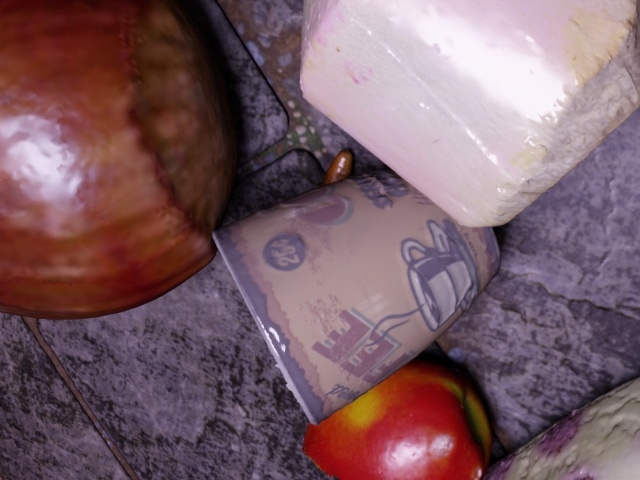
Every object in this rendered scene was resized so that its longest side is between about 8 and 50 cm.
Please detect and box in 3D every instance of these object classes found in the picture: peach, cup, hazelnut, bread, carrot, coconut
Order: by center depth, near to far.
[{"bbox_3d":[0.124,-0.198,0.693,0.309,0.297,0.297,45,125,2],"label":"coconut"},{"bbox_3d":[0.284,0.290,0.872,0.155,0.187,0.338,43,125,-4],"label":"bread"},{"bbox_3d":[0.051,0.050,0.876,0.257,0.301,0.227,-25,73,-6],"label":"cup"},{"bbox_3d":[-0.296,-0.104,0.890,0.352,0.421,0.420,-117,39,-49],"label":"hazelnut"},{"bbox_3d":[0.087,0.243,0.955,0.226,0.190,0.196,-23,103,27],"label":"peach"},{"bbox_3d":[0.000,0.000,0.985,0.043,0.043,0.247,24,119,17],"label":"carrot"}]
